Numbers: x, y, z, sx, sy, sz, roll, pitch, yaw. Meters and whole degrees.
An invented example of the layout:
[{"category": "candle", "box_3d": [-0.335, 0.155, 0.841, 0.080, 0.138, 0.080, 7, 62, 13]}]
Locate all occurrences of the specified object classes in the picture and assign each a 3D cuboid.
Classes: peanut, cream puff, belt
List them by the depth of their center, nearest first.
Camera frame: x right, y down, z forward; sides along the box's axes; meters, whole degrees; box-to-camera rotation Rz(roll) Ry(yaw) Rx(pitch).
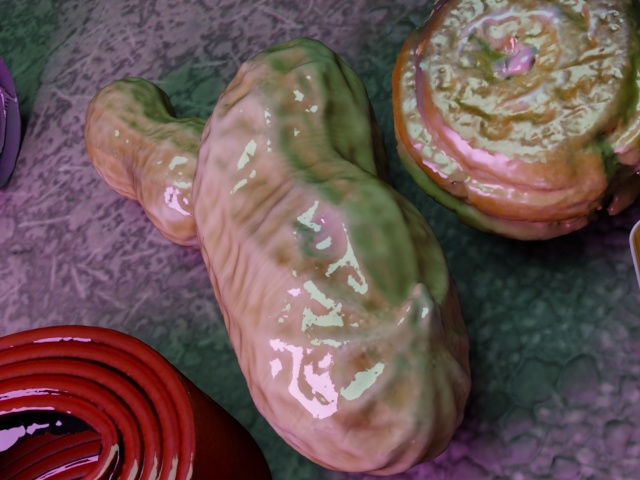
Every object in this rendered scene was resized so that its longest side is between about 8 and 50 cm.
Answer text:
[{"category": "cream puff", "box_3d": [0.131, -0.087, 0.844, 0.189, 0.129, 0.189, -6, 62, 12]}, {"category": "peanut", "box_3d": [0.000, 0.000, 0.850, 0.140, 0.153, 0.325, -1, 52, -20]}, {"category": "belt", "box_3d": [-0.195, 0.182, 0.869, 0.324, 0.115, 0.227, -19, 51, 16]}, {"category": "peanut", "box_3d": [-0.114, -0.062, 0.998, 0.089, 0.089, 0.193, -47, 50, -4]}]

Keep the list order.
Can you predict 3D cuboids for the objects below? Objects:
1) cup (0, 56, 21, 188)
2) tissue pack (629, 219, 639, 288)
[{"category": "cup", "box_3d": [-0.405, -0.097, 1.129, 0.288, 0.203, 0.203, 1, 61, 23]}, {"category": "tissue pack", "box_3d": [0.259, 0.100, 0.649, 0.159, 0.136, 0.246, -18, 54, 18]}]
